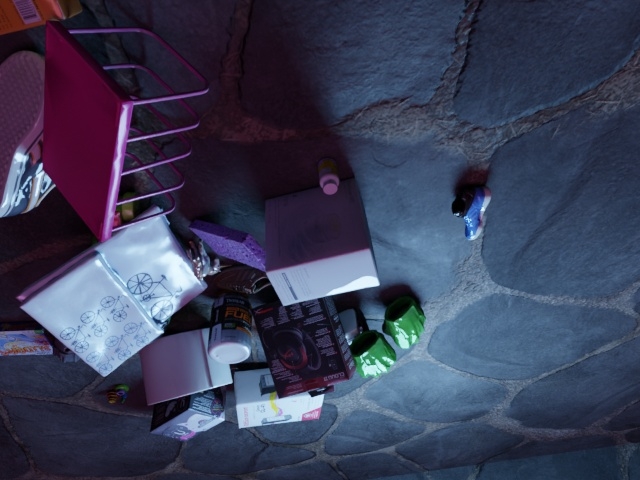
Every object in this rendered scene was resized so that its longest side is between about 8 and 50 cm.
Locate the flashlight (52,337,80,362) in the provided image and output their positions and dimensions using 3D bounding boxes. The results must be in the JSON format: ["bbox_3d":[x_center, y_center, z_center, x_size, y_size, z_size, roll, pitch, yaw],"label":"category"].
[{"bbox_3d":[-0.707,0.248,1.332,0.103,0.103,0.304,11,133,-21],"label":"flashlight"}]

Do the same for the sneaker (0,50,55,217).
[{"bbox_3d":[-0.552,-0.194,0.878,0.126,0.127,0.321,34,106,7],"label":"sneaker"}]

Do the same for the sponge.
[{"bbox_3d":[-0.209,0.010,1.093,0.210,0.031,0.117,14,152,40],"label":"sponge"}]

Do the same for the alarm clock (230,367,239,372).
[{"bbox_3d":[-0.357,0.423,1.585,0.192,0.064,0.129,29,127,-35],"label":"alarm clock"}]

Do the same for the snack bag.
[{"bbox_3d":[-0.445,0.125,1.087,0.342,0.037,0.323,-39,139,-21],"label":"snack bag"}]

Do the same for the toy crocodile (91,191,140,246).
[{"bbox_3d":[-0.476,-0.015,1.074,0.115,0.105,0.341,3,137,-9],"label":"toy crocodile"}]

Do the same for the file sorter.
[{"bbox_3d":[-0.338,-0.189,0.811,0.182,0.202,0.291,-28,157,-46],"label":"file sorter"}]

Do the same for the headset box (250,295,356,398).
[{"bbox_3d":[-0.042,0.295,1.315,0.217,0.294,0.110,-20,175,14],"label":"headset box"}]

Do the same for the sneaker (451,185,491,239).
[{"bbox_3d":[0.355,-0.063,1.143,0.084,0.058,0.152,-5,133,-10],"label":"sneaker"}]

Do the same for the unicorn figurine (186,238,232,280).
[{"bbox_3d":[-0.294,0.053,1.176,0.060,0.162,0.111,-10,111,14],"label":"unicorn figurine"}]

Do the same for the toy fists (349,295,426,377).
[{"bbox_3d":[0.206,0.297,1.416,0.279,0.096,0.142,-42,121,-15],"label":"toy fists"}]

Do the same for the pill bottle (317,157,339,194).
[{"bbox_3d":[0.018,-0.138,1.012,0.043,0.083,0.043,-3,137,-3],"label":"pill bottle"}]

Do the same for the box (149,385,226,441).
[{"bbox_3d":[-0.484,0.623,1.720,0.247,0.142,0.163,-35,129,28],"label":"box"}]

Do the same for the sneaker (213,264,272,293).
[{"bbox_3d":[-0.202,0.110,1.256,0.188,0.071,0.066,-14,143,9],"label":"sneaker"}]

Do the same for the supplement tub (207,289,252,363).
[{"bbox_3d":[-0.249,0.233,1.298,0.116,0.191,0.117,-4,138,-3],"label":"supplement tub"}]

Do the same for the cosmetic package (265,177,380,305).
[{"bbox_3d":[0.000,0.000,1.053,0.224,0.224,0.138,-13,137,6],"label":"cosmetic package"}]

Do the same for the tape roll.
[{"bbox_3d":[-0.395,0.366,1.372,0.245,0.169,0.246,-15,166,-4],"label":"tape roll"}]

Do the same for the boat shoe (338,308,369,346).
[{"bbox_3d":[0.009,0.345,1.486,0.340,0.127,0.158,-21,128,14],"label":"boat shoe"}]

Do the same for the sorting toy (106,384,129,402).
[{"bbox_3d":[-0.740,0.567,1.707,0.102,0.042,0.061,-35,129,27],"label":"sorting toy"}]

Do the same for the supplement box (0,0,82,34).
[{"bbox_3d":[-0.503,-0.360,0.719,0.233,0.078,0.080,-9,125,4],"label":"supplement box"}]

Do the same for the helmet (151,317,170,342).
[{"bbox_3d":[-0.495,0.206,1.254,0.169,0.162,0.170,13,135,14],"label":"helmet"}]

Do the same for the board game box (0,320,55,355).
[{"bbox_3d":[-0.915,0.298,1.409,0.201,0.035,0.136,-2,136,-4],"label":"board game box"}]

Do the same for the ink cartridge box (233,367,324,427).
[{"bbox_3d":[-0.152,0.561,1.684,0.305,0.131,0.226,-5,139,-11],"label":"ink cartridge box"}]
